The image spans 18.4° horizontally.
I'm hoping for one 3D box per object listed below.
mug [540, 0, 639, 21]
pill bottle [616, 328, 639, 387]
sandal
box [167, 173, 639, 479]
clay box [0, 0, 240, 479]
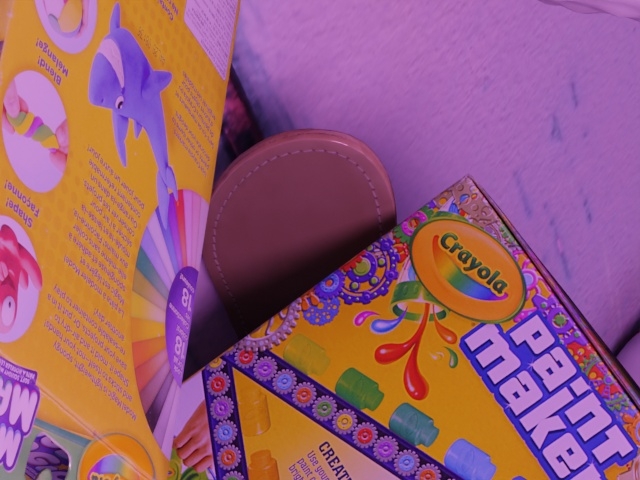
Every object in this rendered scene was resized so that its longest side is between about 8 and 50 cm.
[{"bbox_3d":[0.103,-0.251,0.586,0.276,0.328,0.374,-2,117,-59],"label":"mug"},{"bbox_3d":[0.351,0.107,1.455,0.408,0.229,0.229,-42,147,-32],"label":"pill bottle"},{"bbox_3d":[-0.007,-0.001,0.937,0.240,0.088,0.079,91,6,-53],"label":"sandal"},{"bbox_3d":[0.044,0.160,0.933,0.279,0.177,0.290,-36,153,5],"label":"box"},{"bbox_3d":[-0.080,-0.023,0.567,0.127,0.053,0.222,53,40,-54],"label":"clay box"}]
